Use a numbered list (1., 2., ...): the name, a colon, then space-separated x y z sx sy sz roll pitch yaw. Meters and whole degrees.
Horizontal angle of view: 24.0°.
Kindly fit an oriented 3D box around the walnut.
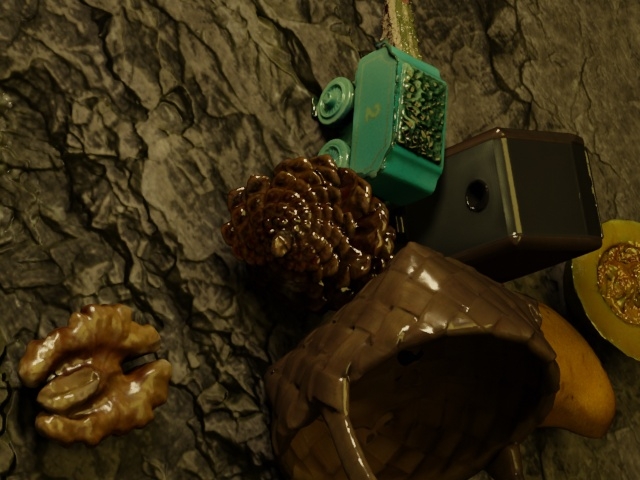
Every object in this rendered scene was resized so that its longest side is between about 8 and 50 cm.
1. walnut: -0.239 0.141 1.574 0.170 0.069 0.143 -18 89 -40

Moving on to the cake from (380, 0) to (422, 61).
1. cake: 0.109 -0.277 2.004 0.051 0.055 0.140 17 64 -28

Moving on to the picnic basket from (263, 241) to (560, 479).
1. picnic basket: 0.114 0.218 1.637 0.293 0.337 0.337 24 62 -34

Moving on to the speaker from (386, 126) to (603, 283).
1. speaker: 0.210 -0.036 1.888 0.192 0.231 0.153 2 75 -39

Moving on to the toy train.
1. toy train: 0.076 -0.134 1.855 0.112 0.163 0.203 19 63 -36

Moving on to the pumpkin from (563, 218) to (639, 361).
1. pumpkin: 0.419 0.079 2.116 0.217 0.110 0.217 9 68 -24

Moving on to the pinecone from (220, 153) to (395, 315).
1. pinecone: -0.001 0.002 1.747 0.185 0.212 0.168 39 83 24

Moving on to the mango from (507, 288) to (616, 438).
1. mango: 0.254 0.159 1.940 0.295 0.120 0.177 31 51 -30
